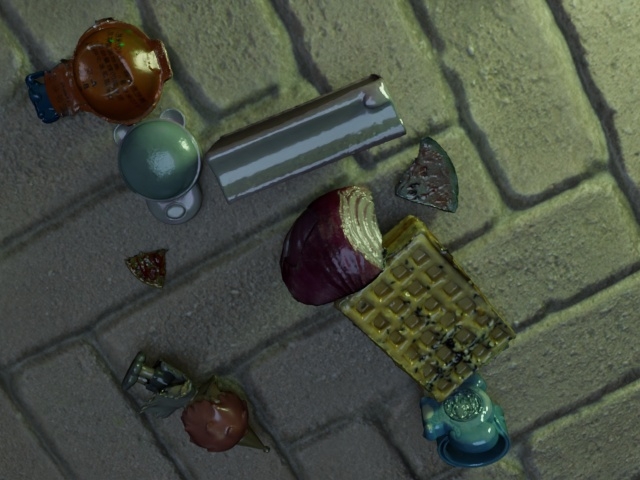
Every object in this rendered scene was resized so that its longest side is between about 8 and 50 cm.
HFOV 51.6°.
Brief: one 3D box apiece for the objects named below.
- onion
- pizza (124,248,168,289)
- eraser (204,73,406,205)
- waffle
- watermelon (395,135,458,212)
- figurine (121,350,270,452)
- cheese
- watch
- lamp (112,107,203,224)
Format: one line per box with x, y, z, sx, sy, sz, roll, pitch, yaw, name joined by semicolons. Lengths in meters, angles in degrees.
0.000;0.000;1.383;0.248;0.250;0.111;-23;144;19;onion
-0.402;0.061;1.513;0.099;0.029;0.100;10;104;-2;pizza
-0.029;-0.210;1.317;0.359;0.272;0.122;-22;104;6;eraser
0.225;0.162;1.452;0.261;0.114;0.376;-43;113;1;waffle
0.224;-0.138;1.446;0.139;0.071;0.187;-17;112;11;watermelon
-0.272;0.386;1.541;0.387;0.166;0.207;29;137;-9;figurine
-0.458;-0.332;1.363;0.329;0.129;0.216;-14;102;17;cheese
0.339;0.441;1.550;0.211;0.211;0.193;-18;126;5;watch
-0.338;-0.149;1.420;0.180;0.108;0.246;-14;104;8;lamp
